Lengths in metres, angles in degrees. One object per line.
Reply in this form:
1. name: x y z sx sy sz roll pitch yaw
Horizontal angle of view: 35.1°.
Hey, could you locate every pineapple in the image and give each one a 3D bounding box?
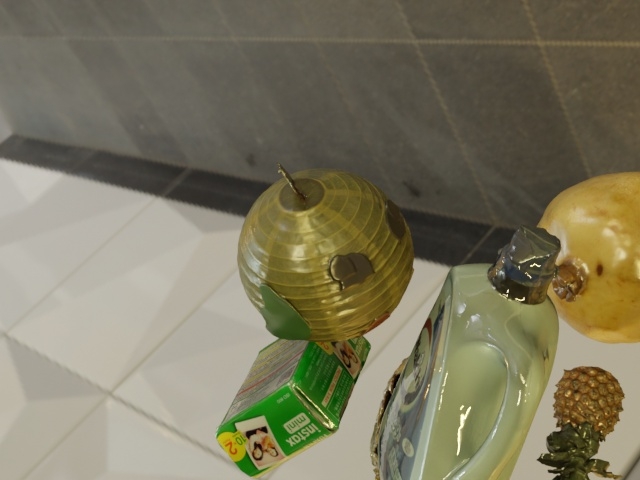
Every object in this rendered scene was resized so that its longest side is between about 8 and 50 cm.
1. pineapple: 0.390 0.320 1.543 0.119 0.277 0.130 -11 130 33

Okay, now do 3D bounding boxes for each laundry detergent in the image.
1. laundry detergent: 0.143 0.120 0.896 0.105 0.215 0.280 17 121 -9

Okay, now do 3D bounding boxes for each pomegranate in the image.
1. pomegranate: 0.497 0.025 1.656 0.307 0.307 0.307 35 154 20

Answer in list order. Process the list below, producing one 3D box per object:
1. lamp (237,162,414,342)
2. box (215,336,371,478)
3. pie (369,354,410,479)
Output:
1. lamp: 0.000 0.000 1.381 0.250 0.250 0.284 23 148 39
2. box: -0.037 0.215 1.471 0.180 0.250 0.103 -36 102 28
3. pie: 0.160 0.285 1.641 0.085 0.308 0.308 24 159 -11
